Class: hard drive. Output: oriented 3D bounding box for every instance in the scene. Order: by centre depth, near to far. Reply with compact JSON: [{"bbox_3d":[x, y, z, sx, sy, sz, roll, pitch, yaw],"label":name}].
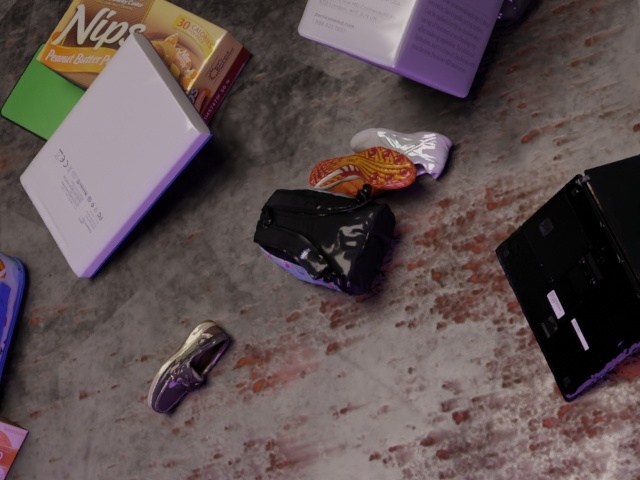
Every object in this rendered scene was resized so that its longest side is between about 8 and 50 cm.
[{"bbox_3d":[-0.316,-0.126,1.982,0.319,0.040,0.210,-47,64,25],"label":"hard drive"}]

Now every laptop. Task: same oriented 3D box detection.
[{"bbox_3d":[0.384,0.035,1.620,0.264,0.136,0.234,-47,51,36],"label":"laptop"}]

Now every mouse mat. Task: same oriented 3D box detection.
[{"bbox_3d":[-0.446,-0.244,2.192,0.189,0.007,0.153,28,85,33],"label":"mouse mat"}]

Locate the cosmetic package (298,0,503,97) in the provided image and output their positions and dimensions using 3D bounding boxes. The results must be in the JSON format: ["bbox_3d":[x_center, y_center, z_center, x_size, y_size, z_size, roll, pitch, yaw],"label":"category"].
[{"bbox_3d":[0.160,-0.436,1.693,0.161,0.230,0.453,25,97,29],"label":"cosmetic package"}]

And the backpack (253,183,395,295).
[{"bbox_3d":[0.000,0.000,1.784,0.182,0.115,0.152,13,65,33],"label":"backpack"}]

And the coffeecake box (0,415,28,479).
[{"bbox_3d":[-0.536,0.337,1.921,0.068,0.142,0.185,21,81,34],"label":"coffeecake box"}]

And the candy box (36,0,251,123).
[{"bbox_3d":[-0.283,-0.292,2.070,0.316,0.087,0.183,30,86,33],"label":"candy box"}]

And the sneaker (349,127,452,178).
[{"bbox_3d":[0.106,-0.120,1.812,0.152,0.053,0.061,6,76,30],"label":"sneaker"}]

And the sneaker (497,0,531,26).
[{"bbox_3d":[0.186,-0.392,1.853,0.286,0.109,0.130,29,94,37],"label":"sneaker"}]

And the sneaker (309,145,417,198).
[{"bbox_3d":[0.066,-0.088,1.806,0.175,0.067,0.064,-1,65,42],"label":"sneaker"}]

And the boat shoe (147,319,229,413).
[{"bbox_3d":[-0.187,0.183,1.845,0.049,0.056,0.152,32,87,39],"label":"boat shoe"}]

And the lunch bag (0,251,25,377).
[{"bbox_3d":[-0.588,0.151,2.047,0.243,0.115,0.303,-1,69,26],"label":"lunch bag"}]
